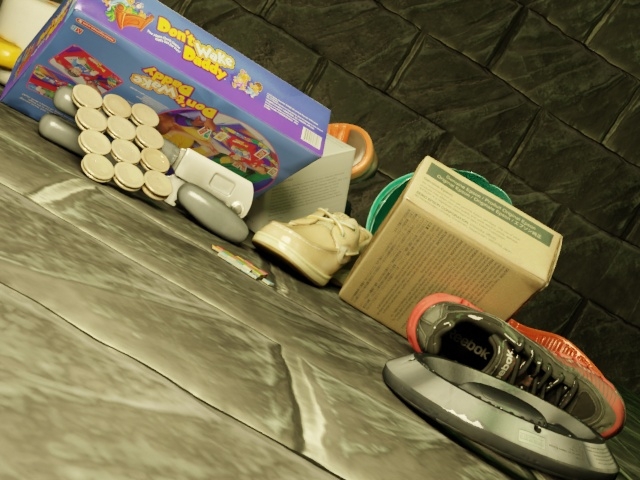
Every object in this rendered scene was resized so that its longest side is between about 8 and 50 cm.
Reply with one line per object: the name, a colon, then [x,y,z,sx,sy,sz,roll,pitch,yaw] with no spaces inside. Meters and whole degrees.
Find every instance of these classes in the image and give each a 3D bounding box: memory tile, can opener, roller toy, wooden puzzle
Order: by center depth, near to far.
wooden puzzle: [-0.084,0.026,1.024,0.083,0.006,0.049,31,4,9]
memory tile: [-0.227,-0.113,1.078,0.113,0.012,0.148,14,44,-36]
can opener: [-0.201,-0.093,1.141,0.280,0.074,0.093,29,5,-18]
roller toy: [-0.399,-0.276,1.420,0.191,0.146,0.209,19,10,-12]

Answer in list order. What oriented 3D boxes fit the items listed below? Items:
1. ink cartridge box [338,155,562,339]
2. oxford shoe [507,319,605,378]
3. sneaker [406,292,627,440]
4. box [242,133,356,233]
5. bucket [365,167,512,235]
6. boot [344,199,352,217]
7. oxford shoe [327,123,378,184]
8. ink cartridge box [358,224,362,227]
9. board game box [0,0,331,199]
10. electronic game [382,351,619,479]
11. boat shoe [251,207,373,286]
ink cartridge box: [0.154,0.034,1.172,0.193,0.088,0.235,31,-39,-1]
oxford shoe: [0.376,0.202,1.617,0.271,0.097,0.098,33,-1,32]
sneaker: [0.224,0.154,1.070,0.276,0.098,0.135,29,4,3]
box: [-0.074,-0.111,1.473,0.182,0.119,0.181,-16,38,-40]
bucket: [0.207,0.003,1.661,0.281,0.281,0.183,30,1,-7]
boot: [0.048,-0.038,2.010,0.082,0.106,0.219,33,5,28]
oxford shoe: [-0.074,-0.136,1.707,0.363,0.130,0.133,5,-14,16]
ink cartridge box: [-0.001,-0.022,1.648,0.139,0.082,0.191,30,5,0]
board game box: [-0.195,-0.171,1.200,0.347,0.078,0.233,29,-35,-28]
electronic game: [0.164,0.163,0.869,0.229,0.048,0.229,22,3,-1]
boat shoe: [0.000,0.000,1.286,0.109,0.098,0.302,32,4,21]
